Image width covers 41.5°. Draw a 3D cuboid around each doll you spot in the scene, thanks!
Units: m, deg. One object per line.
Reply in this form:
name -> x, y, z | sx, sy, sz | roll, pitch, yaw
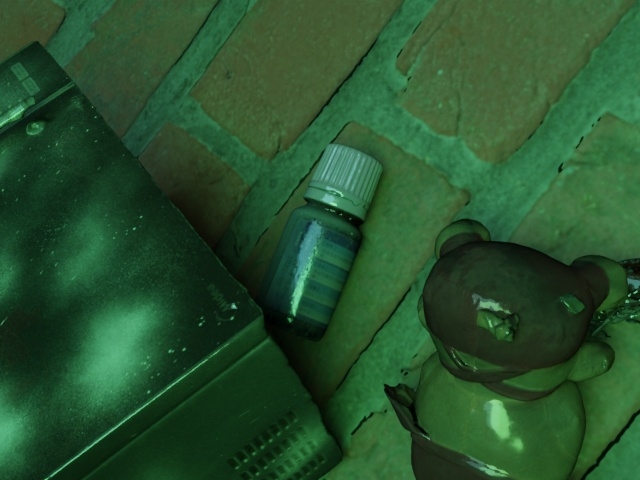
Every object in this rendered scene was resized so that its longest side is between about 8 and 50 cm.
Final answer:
doll -> 0.149, 0.121, 0.717 | 0.196, 0.152, 0.255 | -143, 54, -59

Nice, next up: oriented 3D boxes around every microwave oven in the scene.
microwave oven -> -0.215, 0.081, 0.826 | 0.236, 0.374, 0.432 | -36, 56, -10

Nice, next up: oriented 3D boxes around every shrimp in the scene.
shrimp -> 0.255, 0.055, 0.747 | 0.165, 0.057, 0.065 | -21, 72, 26

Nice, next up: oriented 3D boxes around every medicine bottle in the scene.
medicine bottle -> 0.000, 0.000, 0.893 | 0.084, 0.083, 0.203 | 20, 87, 33
